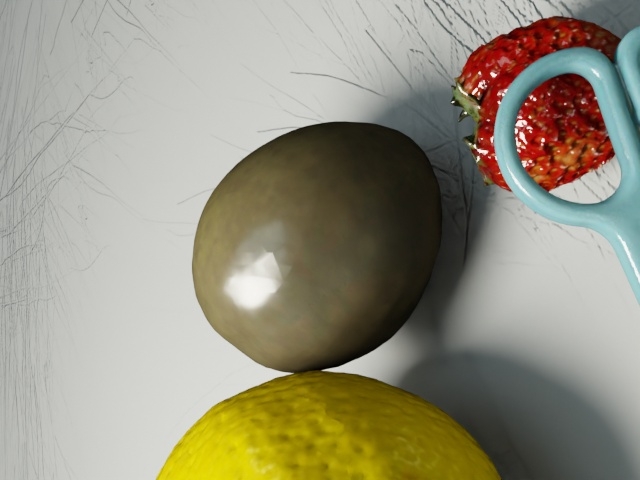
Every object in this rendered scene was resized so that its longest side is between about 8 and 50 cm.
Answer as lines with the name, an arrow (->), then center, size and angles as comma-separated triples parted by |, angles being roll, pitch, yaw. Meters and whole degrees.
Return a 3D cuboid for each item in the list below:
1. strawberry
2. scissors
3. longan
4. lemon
strawberry -> 0.180, -0.109, 0.696 | 0.148, 0.131, 0.131 | -23, 65, 12
scissors -> 0.260, 0.071, 0.593 | 0.029, 0.192, 0.447 | 69, -175, -82
longan -> 0.000, 0.000, 0.818 | 0.248, 0.248, 0.248 | -6, 82, 50
lemon -> 0.008, 0.263, 0.710 | 0.336, 0.336, 0.336 | -6, 82, 50
